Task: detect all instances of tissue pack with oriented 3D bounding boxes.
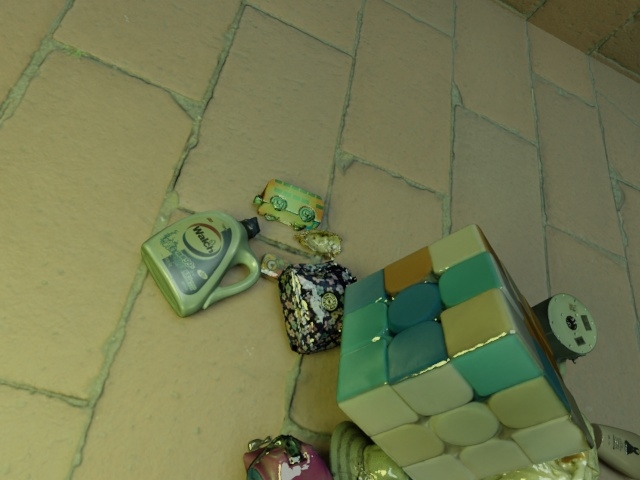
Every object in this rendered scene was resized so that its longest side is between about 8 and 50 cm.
[{"bbox_3d":[-0.112,0.073,1.162,0.083,0.035,0.063,27,57,-13],"label":"tissue pack"}]

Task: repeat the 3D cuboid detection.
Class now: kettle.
[{"bbox_3d":[0.604,0.284,1.267,0.160,0.243,0.210,0,64,-23],"label":"kettle"}]

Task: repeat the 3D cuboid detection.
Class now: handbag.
[{"bbox_3d":[0.012,0.159,1.123,0.208,0.127,0.228,-7,77,-34],"label":"handbag"}]

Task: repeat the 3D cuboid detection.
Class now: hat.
[{"bbox_3d":[0.133,0.483,0.959,0.252,0.110,0.252,47,24,-28],"label":"hat"}]

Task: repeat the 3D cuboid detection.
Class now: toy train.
[{"bbox_3d":[-0.082,-0.093,1.234,0.188,0.072,0.099,21,60,-15],"label":"toy train"}]

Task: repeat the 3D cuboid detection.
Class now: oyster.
[{"bbox_3d":[0.000,0.000,1.248,0.132,0.029,0.086,40,71,-16],"label":"oyster"}]

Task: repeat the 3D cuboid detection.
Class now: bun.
[{"bbox_3d":[0.529,0.508,1.133,0.353,0.227,0.348,1,64,-26],"label":"bun"}]

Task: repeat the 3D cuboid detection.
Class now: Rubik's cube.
[{"bbox_3d":[0.269,0.239,0.951,0.347,0.347,0.344,52,23,-22],"label":"Rubik's cube"}]

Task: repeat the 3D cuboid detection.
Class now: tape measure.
[{"bbox_3d":[-0.050,0.489,0.876,0.149,0.231,0.245,-8,74,-28],"label":"tape measure"}]

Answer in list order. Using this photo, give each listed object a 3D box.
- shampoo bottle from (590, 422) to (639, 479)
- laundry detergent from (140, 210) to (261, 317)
[{"bbox_3d":[0.878,0.609,1.332,0.257,0.078,0.127,26,57,-13],"label":"shampoo bottle"},{"bbox_3d":[-0.245,0.034,1.080,0.281,0.105,0.214,-28,79,-34],"label":"laundry detergent"}]
